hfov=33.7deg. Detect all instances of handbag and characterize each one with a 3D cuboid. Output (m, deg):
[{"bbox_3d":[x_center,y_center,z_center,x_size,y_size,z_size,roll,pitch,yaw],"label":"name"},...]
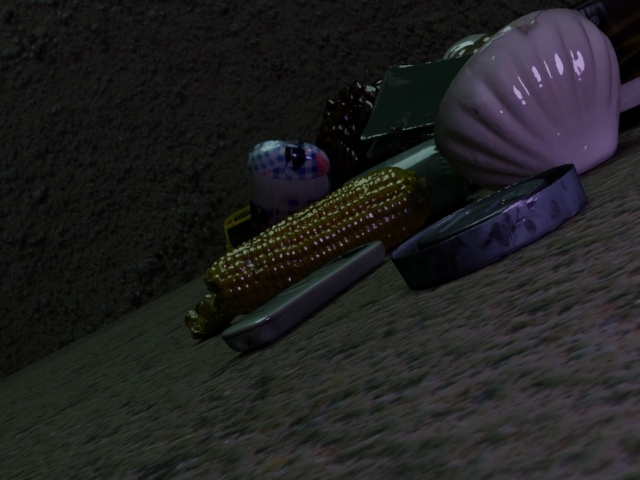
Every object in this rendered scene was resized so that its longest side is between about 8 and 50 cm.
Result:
[{"bbox_3d":[0.212,-0.239,1.842,0.247,0.079,0.260,-8,32,25],"label":"handbag"}]

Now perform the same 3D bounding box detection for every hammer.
[{"bbox_3d":[0.159,-0.084,1.775,0.206,0.119,0.335,-25,-2,15],"label":"hammer"}]

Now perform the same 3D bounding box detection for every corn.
[{"bbox_3d":[0.000,0.000,1.558,0.363,0.120,0.120,-26,4,0],"label":"corn"}]

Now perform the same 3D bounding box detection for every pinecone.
[{"bbox_3d":[0.118,-0.174,2.093,0.242,0.298,0.296,25,39,28],"label":"pinecone"}]

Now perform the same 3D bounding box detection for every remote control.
[{"bbox_3d":[-0.012,0.067,1.364,0.090,0.038,0.309,-24,5,38],"label":"remote control"}]

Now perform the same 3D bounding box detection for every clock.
[{"bbox_3d":[0.177,-0.014,1.114,0.215,0.042,0.215,-27,4,2],"label":"clock"}]

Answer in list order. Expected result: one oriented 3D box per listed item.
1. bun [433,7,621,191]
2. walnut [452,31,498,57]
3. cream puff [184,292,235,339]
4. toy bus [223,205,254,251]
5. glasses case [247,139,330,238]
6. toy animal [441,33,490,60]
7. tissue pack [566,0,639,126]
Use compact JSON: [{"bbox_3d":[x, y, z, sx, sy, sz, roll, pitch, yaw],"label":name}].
[{"bbox_3d":[0.293,-0.149,1.353,0.263,0.175,0.263,-24,-35,-18],"label":"bun"},{"bbox_3d":[0.357,-0.278,2.039,0.248,0.248,0.248,-27,4,2],"label":"walnut"},{"bbox_3d":[-0.170,0.121,1.649,0.083,0.083,0.058,-17,47,-7],"label":"cream puff"},{"bbox_3d":[-0.085,-0.015,2.123,0.145,0.151,0.331,-22,5,31],"label":"toy bus"},{"bbox_3d":[-0.045,-0.046,1.668,0.125,0.076,0.327,7,-33,6],"label":"glasses case"},{"bbox_3d":[0.381,-0.333,2.370,0.212,0.267,0.212,-23,8,3],"label":"toy animal"},{"bbox_3d":[0.504,-0.300,1.503,0.210,0.198,0.370,-25,2,-42],"label":"tissue pack"}]
